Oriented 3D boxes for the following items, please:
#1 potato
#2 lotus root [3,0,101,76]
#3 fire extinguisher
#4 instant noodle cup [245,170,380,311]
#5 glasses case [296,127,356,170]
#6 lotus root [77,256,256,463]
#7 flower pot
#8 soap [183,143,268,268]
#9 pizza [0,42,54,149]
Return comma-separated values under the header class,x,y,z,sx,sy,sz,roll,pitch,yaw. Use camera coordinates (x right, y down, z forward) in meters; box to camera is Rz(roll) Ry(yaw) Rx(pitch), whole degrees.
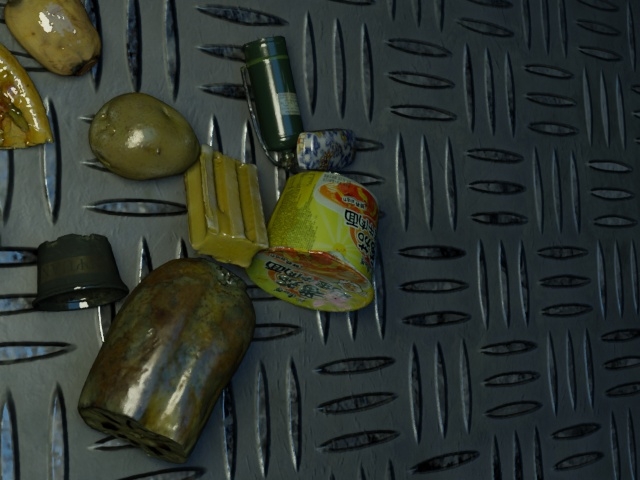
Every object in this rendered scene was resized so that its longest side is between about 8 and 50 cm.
class,x,y,z,sx,sy,sz,roll,pitch,yaw
potato,-0.311,-0.178,1.486,0.194,0.157,0.157,22,72,-47
lotus root,-0.468,-0.379,1.400,0.221,0.118,0.125,53,41,-23
fire extinguisher,-0.088,-0.262,1.683,0.118,0.093,0.294,-15,95,-37
instant noodle cup,0.000,0.000,1.634,0.264,0.264,0.200,33,57,-29
glasses case,0.016,-0.189,1.711,0.248,0.065,0.086,-23,118,-66
lotus root,-0.252,0.190,1.421,0.250,0.250,0.346,40,64,-27
flower pot,-0.410,0.051,1.380,0.158,0.157,0.106,-4,75,-37
soap,-0.180,-0.065,1.537,0.135,0.076,0.233,22,40,-32
pizza,-0.581,-0.276,1.327,0.258,0.087,0.268,-10,89,-40
